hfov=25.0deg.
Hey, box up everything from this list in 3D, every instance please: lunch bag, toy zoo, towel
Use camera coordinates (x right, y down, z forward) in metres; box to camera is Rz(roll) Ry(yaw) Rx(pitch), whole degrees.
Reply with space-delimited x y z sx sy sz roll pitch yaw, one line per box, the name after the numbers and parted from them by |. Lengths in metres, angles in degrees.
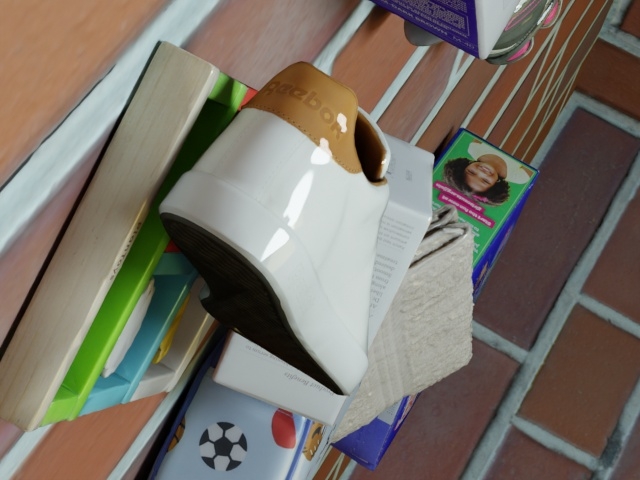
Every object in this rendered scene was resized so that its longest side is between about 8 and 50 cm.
-0.071 0.204 1.165 0.303 0.115 0.243 -62 173 -1 | lunch bag
-0.077 0.002 0.799 0.192 0.030 0.293 -62 171 4 | toy zoo
0.064 0.090 1.379 0.187 0.049 0.282 -28 149 -10 | towel

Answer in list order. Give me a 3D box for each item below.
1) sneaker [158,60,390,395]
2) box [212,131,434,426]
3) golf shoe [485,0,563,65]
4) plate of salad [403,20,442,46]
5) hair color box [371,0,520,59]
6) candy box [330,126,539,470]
0.000 0.000 0.777 0.123 0.106 0.290 -57 168 -14 | sneaker
0.004 0.016 0.995 0.130 0.091 0.170 -79 -168 -66 | box
0.199 -0.280 1.243 0.272 0.105 0.120 -63 163 7 | golf shoe
0.118 -0.224 1.014 0.200 0.048 0.200 -46 -158 25 | plate of salad
0.085 -0.232 0.764 0.185 0.110 0.339 -60 172 -2 | hair color box
0.112 0.066 1.689 0.317 0.122 0.268 -53 168 -44 | candy box
